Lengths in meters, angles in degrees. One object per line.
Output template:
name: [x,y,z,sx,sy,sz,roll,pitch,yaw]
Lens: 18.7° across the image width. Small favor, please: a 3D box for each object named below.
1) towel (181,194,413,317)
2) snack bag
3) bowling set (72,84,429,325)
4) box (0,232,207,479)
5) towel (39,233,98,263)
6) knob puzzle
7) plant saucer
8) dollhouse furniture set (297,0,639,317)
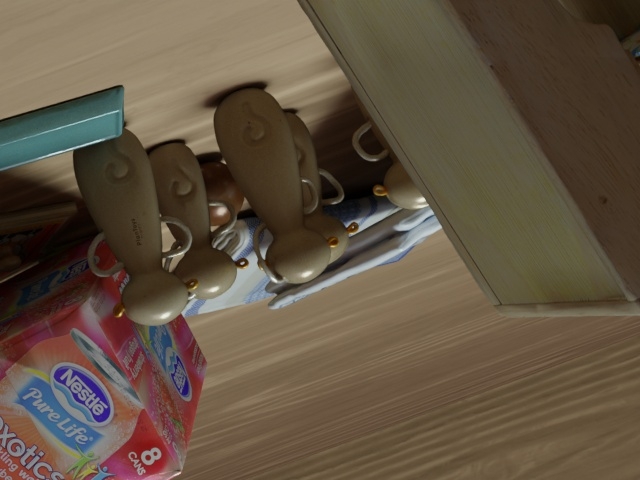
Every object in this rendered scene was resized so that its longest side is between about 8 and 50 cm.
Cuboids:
towel: [0.000,0.000,1.906,0.285,0.034,0.209,-14,163,-30]
snack bag: [0.140,-0.045,1.698,0.342,0.037,0.323,-28,179,-25]
bowling set: [-0.044,-0.020,1.501,0.287,0.154,0.200,-17,166,-9]
box: [-0.190,0.104,1.522,0.142,0.154,0.300,-26,-170,6]
towel: [-0.202,0.036,1.781,0.102,0.021,0.237,-17,166,-9]
knob puzzle: [-0.306,0.031,1.595,0.213,0.030,0.213,-19,167,-5]
plant saucer: [-0.227,-0.064,1.362,0.192,0.018,0.067,-16,166,-10]
dollhouse furniture set: [0.207,-0.175,1.052,0.394,0.256,0.362,-37,-169,-19]
